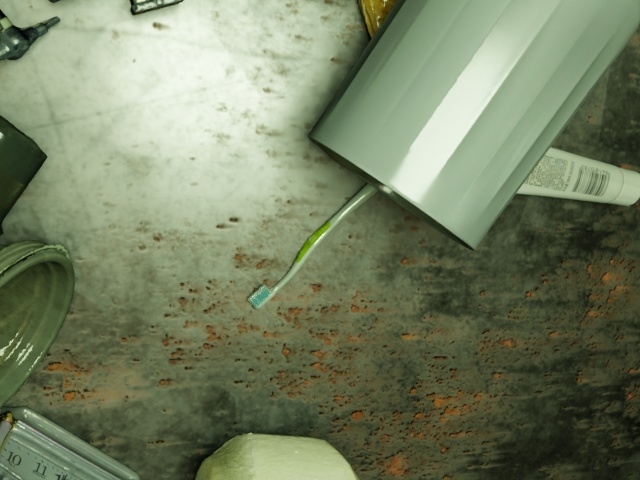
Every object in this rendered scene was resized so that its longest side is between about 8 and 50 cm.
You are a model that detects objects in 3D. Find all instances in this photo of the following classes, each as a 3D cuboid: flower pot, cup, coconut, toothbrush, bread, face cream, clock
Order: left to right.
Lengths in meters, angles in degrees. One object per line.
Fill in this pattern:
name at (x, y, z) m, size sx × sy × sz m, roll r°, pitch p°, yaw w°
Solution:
flower pot at (-0.390, 0.085, 0.608) m, size 0.140 × 0.235 × 0.235 m, roll 24°, pitch 96°, yaw 3°
flower pot at (-0.370, -0.091, 0.594) m, size 0.157 × 0.157 × 0.107 m, roll 45°, pitch 75°, yaw -21°
clock at (-0.329, 0.325, 0.682) m, size 0.083 × 0.186 × 0.253 m, roll -46°, pitch 110°, yaw 4°
coconut at (-0.043, 0.386, 0.757) m, size 0.266 × 0.237 × 0.237 m, roll 17°, pitch 98°, yaw -15°
toothbrush at (0.000, 0.000, 0.786) m, size 0.263 × 0.022 × 0.026 m, roll -43°, pitch 123°, yaw -2°
bread at (0.094, -0.299, 0.729) m, size 0.083 × 0.044 × 0.110 m, roll -21°, pitch 107°, yaw -7°
cup at (0.188, -0.177, 0.673) m, size 0.327 × 0.237 × 0.323 m, roll -56°, pitch 154°, yaw 4°
face cream at (0.373, -0.097, 0.857) m, size 0.244 × 0.058 × 0.092 m, roll 9°, pitch 106°, yaw -13°

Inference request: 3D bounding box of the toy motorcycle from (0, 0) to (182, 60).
toy motorcycle at (-0.295, -0.286, 0.594) m, size 0.263 × 0.091 × 0.157 m, roll -23°, pitch 113°, yaw -12°
